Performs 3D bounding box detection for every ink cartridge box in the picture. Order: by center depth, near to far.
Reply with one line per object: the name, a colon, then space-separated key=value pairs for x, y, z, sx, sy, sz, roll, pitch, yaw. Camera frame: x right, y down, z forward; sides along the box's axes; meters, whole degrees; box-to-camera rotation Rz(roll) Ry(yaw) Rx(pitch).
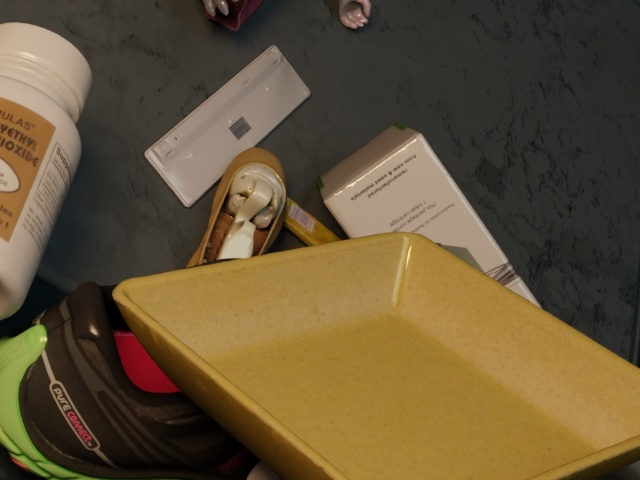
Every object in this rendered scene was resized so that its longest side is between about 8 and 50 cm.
ink cartridge box: x=0.127 y=0.029 z=1.401 sx=0.289 sy=0.121 sz=0.211 roll=54 pitch=2 yaw=-9

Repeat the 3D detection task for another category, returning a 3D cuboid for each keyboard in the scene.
keyboard: x=-0.094 y=-0.128 z=1.424 sx=0.072 sy=0.014 sz=0.256 roll=56 pitch=45 yaw=-14

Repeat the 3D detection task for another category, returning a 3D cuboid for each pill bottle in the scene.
pill bottle: x=-0.267 y=-0.061 z=1.073 sx=0.131 sy=0.131 sz=0.229 roll=34 pitch=52 yaw=-26

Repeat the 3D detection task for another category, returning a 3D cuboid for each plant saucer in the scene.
plant saucer: x=0.059 y=0.115 z=0.999 sx=0.333 sy=0.333 sz=0.081 roll=-10 pitch=122 yaw=-41

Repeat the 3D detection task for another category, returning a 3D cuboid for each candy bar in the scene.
candy bar: x=0.000 y=0.000 z=1.442 sx=0.161 sy=0.018 sz=0.040 roll=38 pitch=46 yaw=-22

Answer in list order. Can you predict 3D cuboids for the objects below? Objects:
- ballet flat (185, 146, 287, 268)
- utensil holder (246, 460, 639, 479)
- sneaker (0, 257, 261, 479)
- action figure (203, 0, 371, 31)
ballet flat: x=-0.074 y=-0.014 z=1.331 sx=0.080 sy=0.073 sz=0.232 roll=29 pitch=54 yaw=-14
utensil holder: x=0.111 y=0.372 z=1.074 sx=0.328 sy=0.328 sz=0.385 roll=-13 pitch=104 yaw=-45
sneaker: x=-0.054 y=0.128 z=1.185 sx=0.483 sy=0.202 sz=0.185 roll=5 pitch=50 yaw=-42
action figure: x=-0.041 y=-0.386 z=1.499 sx=0.276 sy=0.248 sz=0.370 roll=40 pitch=42 yaw=11
